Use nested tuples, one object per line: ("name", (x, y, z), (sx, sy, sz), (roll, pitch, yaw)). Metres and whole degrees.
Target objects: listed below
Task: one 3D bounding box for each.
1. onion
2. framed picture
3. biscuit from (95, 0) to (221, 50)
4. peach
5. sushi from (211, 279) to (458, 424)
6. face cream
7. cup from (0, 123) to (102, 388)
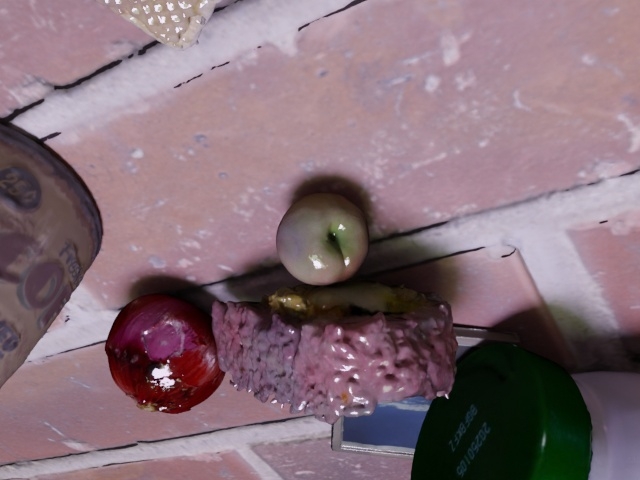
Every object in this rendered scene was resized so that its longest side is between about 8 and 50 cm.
("onion", (-0.158, 0.117, 0.762), (0.131, 0.131, 0.131), (7, 136, 7))
("framed picture", (0.107, 0.175, 0.827), (0.189, 0.023, 0.259), (5, 135, 4))
("biscuit", (-0.157, -0.226, 0.455), (0.239, 0.061, 0.108), (30, 132, -18))
("peach", (0.002, -0.001, 0.630), (0.083, 0.083, 0.083), (7, 136, 7))
("sushi", (0.018, 0.090, 0.678), (0.161, 0.107, 0.241), (-2, -179, -37))
("face cream", (0.290, 0.255, 0.715), (0.357, 0.219, 0.312), (24, 135, -15))
("cup", (-0.369, 0.067, 0.665), (0.227, 0.257, 0.301), (30, 136, -13))
